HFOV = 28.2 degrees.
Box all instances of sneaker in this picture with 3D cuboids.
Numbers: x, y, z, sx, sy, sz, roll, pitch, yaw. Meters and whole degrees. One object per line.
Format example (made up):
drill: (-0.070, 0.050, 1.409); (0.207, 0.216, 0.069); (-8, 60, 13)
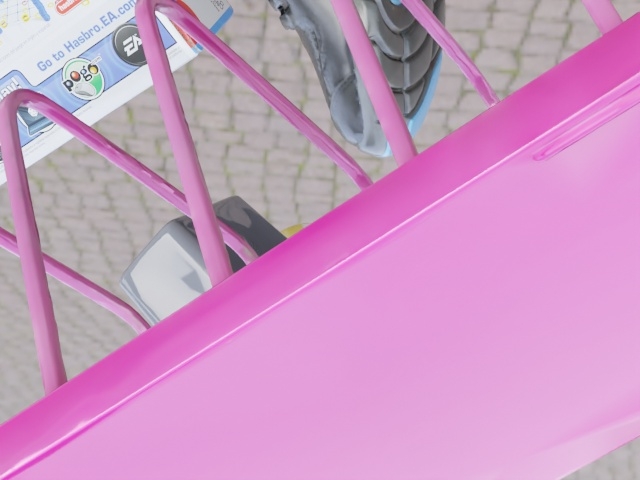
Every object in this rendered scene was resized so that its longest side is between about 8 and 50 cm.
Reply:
sneaker: (-0.008, -0.222, 0.883); (0.140, 0.340, 0.125); (-7, -166, 30)

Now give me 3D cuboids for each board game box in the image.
board game box: (-0.277, -0.208, 0.979); (0.308, 0.086, 0.302); (-27, 109, 31)

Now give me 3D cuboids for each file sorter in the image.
file sorter: (0.000, 0.000, 0.484); (0.291, 0.182, 0.202); (-33, 142, 16)

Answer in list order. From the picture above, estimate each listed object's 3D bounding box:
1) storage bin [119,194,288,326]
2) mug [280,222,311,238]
storage bin: (-0.059, 0.032, 0.776); (0.098, 0.091, 0.135); (-47, 173, 21)
mug: (-0.018, 0.033, 0.902); (0.078, 0.064, 0.062); (-18, 153, -33)
